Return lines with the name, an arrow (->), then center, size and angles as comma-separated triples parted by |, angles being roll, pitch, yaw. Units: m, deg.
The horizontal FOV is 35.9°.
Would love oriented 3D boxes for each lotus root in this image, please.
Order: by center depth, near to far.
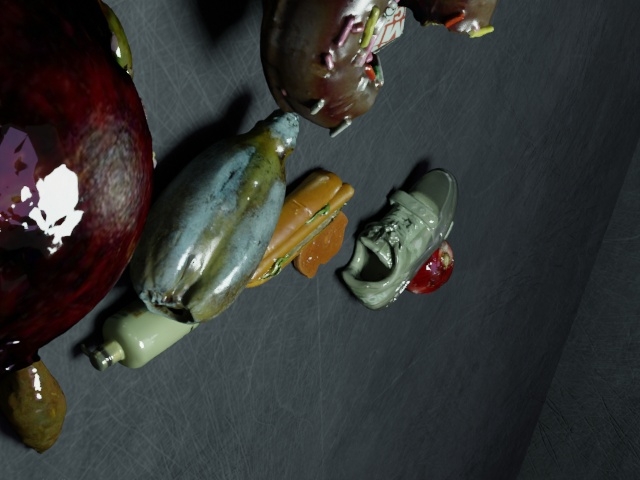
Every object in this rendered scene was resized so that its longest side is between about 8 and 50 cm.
lotus root -> -0.131, -0.040, 1.300 | 0.158, 0.140, 0.322 | 37, 67, -18

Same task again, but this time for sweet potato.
sweet potato -> -0.351, 0.177, 1.187 | 0.075, 0.075, 0.269 | -40, 140, -34

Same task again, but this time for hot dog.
hot dog -> -0.043, -0.018, 1.519 | 0.249, 0.068, 0.100 | -44, 145, -30

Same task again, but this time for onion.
onion -> 0.192, 0.039, 1.877 | 0.131, 0.131, 0.131 | -36, 140, -38

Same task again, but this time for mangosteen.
mangosteen -> -0.323, -0.086, 0.776 | 0.381, 0.421, 0.381 | -9, 128, -12

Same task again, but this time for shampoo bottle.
shampoo bottle -> -0.237, 0.120, 1.312 | 0.162, 0.079, 0.079 | -37, 140, -39

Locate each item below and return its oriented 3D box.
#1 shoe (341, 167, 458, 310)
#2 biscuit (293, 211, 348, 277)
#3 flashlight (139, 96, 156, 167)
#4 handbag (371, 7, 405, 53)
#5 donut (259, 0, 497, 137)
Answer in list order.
shoe -> 0.142, -0.013, 1.760 | 0.293, 0.109, 0.149 | -59, 155, 0
biscuit -> 0.000, 0.000, 1.645 | 0.130, 0.019, 0.102 | -49, 146, -24
flashlight -> -0.220, -0.123, 1.204 | 0.052, 0.031, 0.110 | -35, 139, -39
handbag -> 0.012, -0.340, 1.302 | 0.171, 0.151, 0.298 | -33, 147, -32
donut -> 0.084, -0.300, 1.162 | 0.345, 0.136, 0.259 | -36, 152, -20
